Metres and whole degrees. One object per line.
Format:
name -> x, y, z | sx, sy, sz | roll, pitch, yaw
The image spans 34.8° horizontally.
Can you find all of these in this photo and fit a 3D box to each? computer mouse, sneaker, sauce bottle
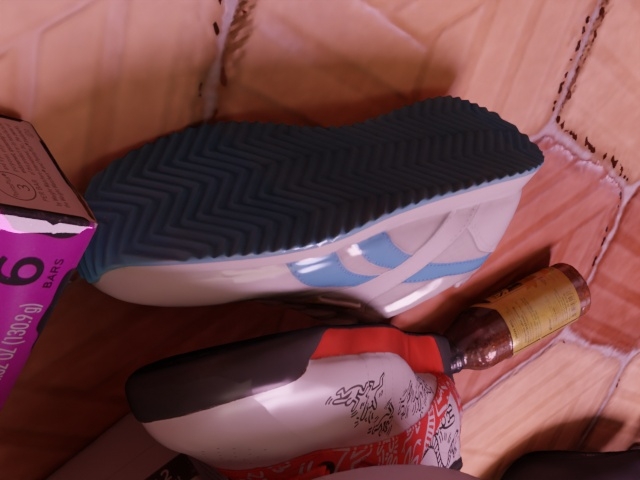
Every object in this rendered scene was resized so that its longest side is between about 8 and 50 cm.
computer mouse -> 0.262, 0.226, 0.857 | 0.272, 0.189, 0.072 | 1, 167, -32
sneaker -> 0.013, 0.117, 0.475 | 0.090, 0.145, 0.270 | -12, 170, 21
sauce bottle -> 0.111, 0.055, 0.641 | 0.128, 0.042, 0.042 | -23, 139, -24
sneaker -> 0.000, 0.000, 0.453 | 0.228, 0.087, 0.092 | -10, 135, -33

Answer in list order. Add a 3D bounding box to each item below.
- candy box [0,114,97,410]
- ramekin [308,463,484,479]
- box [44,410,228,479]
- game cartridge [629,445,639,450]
candy box -> -0.206, 0.024, 0.301 | 0.233, 0.071, 0.159 | 10, 119, -46
ramekin -> 0.019, 0.203, 0.415 | 0.207, 0.109, 0.207 | -11, 126, -15
box -> -0.097, 0.212, 0.539 | 0.181, 0.119, 0.182 | -38, 141, -6
game cartridge -> 0.302, 0.234, 1.007 | 0.056, 0.017, 0.083 | 2, 124, -47
